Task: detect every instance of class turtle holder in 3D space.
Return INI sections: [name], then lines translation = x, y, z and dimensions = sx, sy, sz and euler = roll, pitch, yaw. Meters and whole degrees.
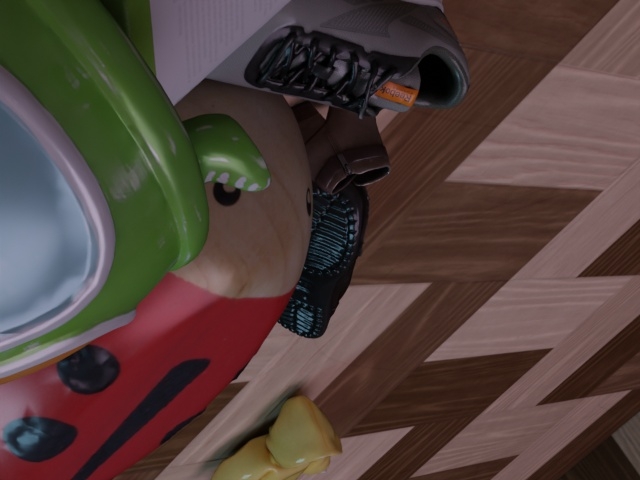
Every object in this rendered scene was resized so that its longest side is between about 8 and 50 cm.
[turtle holder]
translation = -0.198, -0.064, 0.717
dimensions = 0.227, 0.243, 0.320
euler = -44, 145, -21

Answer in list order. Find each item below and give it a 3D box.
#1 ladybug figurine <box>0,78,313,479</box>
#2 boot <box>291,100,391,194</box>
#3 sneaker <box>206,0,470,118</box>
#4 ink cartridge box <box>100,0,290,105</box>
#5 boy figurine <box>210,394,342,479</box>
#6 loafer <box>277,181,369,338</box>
[ladybug figurine]
translation = -0.166, 0.064, 1.152
dimensions = 0.305, 0.162, 0.449
euler = -1, 141, -51
[boot]
translation = 0.031, -0.087, 1.200
dimensions = 0.118, 0.087, 0.042
euler = -29, 154, -10
[sneaker]
translation = 0.009, -0.139, 1.053
dimensions = 0.271, 0.108, 0.100
euler = -6, 147, -44
[ink cartridge box]
translation = -0.053, -0.213, 0.856
dimensions = 0.255, 0.097, 0.189
euler = -45, 162, -24
[boy figurine]
translation = -0.053, 0.282, 1.804
dimensions = 0.177, 0.092, 0.285
euler = -9, 150, -39
[loafer]
translation = 0.000, 0.000, 1.368
dimensions = 0.078, 0.080, 0.220
euler = -57, 172, -37
